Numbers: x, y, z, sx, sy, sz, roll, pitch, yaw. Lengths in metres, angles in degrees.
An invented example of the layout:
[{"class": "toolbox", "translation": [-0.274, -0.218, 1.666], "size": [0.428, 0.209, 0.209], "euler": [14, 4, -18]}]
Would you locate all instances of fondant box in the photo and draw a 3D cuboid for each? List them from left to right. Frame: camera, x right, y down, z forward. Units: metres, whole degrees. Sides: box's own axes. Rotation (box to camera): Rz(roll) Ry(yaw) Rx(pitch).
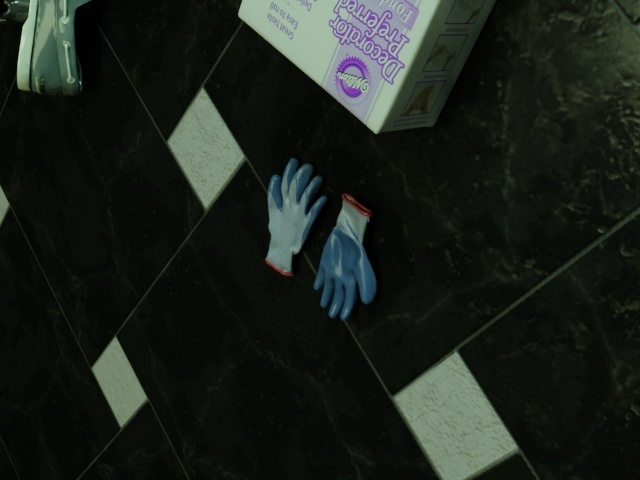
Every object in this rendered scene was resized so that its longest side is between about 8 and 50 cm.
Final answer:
[{"class": "fondant box", "translation": [0.068, -0.306, 0.838], "size": [0.238, 0.096, 0.330], "euler": [45, 130, 28]}]

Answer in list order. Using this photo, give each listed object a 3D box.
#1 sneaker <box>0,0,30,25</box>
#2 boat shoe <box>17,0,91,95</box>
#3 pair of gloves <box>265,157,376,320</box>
[{"class": "sneaker", "translation": [-0.520, -0.395, 1.403], "size": [0.234, 0.106, 0.078], "euler": [27, 118, 38]}, {"class": "boat shoe", "translation": [-0.375, -0.369, 1.292], "size": [0.116, 0.099, 0.319], "euler": [-107, 33, -70]}, {"class": "pair of gloves", "translation": [0.000, 0.000, 1.043], "size": [0.198, 0.023, 0.159], "euler": [35, 125, 35]}]
